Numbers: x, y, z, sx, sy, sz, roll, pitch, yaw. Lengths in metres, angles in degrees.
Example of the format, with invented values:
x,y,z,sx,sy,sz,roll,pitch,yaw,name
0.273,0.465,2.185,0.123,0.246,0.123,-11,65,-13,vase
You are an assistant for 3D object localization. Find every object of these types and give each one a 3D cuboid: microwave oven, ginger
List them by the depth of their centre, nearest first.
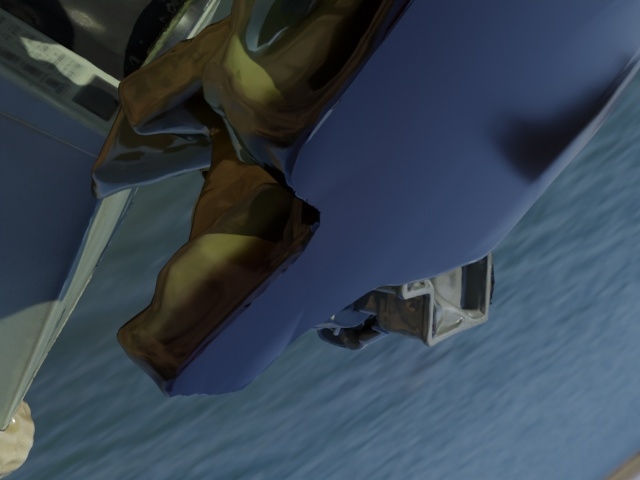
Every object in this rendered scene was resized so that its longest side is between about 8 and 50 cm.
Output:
x,y,z,sx,sy,sz,roll,pitch,yaw,name
0.011,-0.121,0.506,0.358,0.211,0.413,-30,153,-47,ginger
-0.267,-0.107,0.932,0.333,0.247,0.394,-60,-171,28,microwave oven

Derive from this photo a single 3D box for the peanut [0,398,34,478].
x,y,z,sx,sy,sz,roll,pitch,yaw,name
-0.447,0.191,1.136,0.298,0.120,0.136,5,164,-18,peanut

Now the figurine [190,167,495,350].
x,y,z,sx,sy,sz,roll,pitch,yaw,name
-0.001,0.000,1.062,0.167,0.285,0.342,-42,128,-43,figurine
